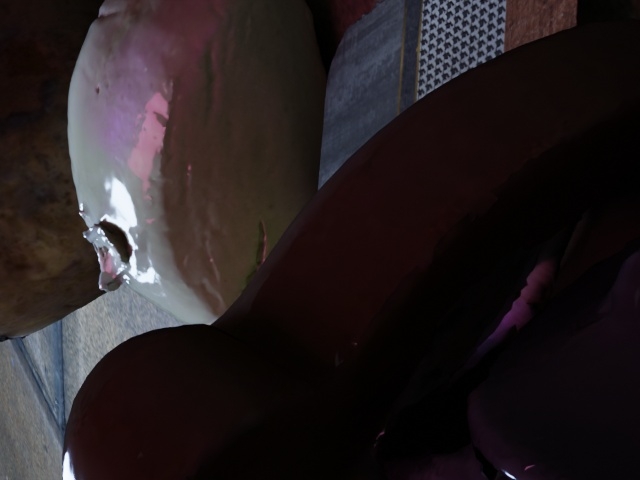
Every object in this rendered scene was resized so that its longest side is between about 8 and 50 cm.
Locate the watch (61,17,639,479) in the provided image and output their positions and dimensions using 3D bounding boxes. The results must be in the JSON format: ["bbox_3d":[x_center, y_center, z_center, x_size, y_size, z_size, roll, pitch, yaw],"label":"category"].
[{"bbox_3d":[0.136,0.125,0.495,0.327,0.314,0.335,44,154,25],"label":"watch"}]

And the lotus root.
[{"bbox_3d":[-0.177,-0.078,1.132,0.272,0.192,0.272,-20,-90,-78],"label":"lotus root"}]

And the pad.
[{"bbox_3d":[0.020,0.012,0.712,0.250,0.055,0.323,-27,36,62],"label":"pad"}]

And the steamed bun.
[{"bbox_3d":[-0.081,-0.055,0.975,0.170,0.153,0.238,33,137,57],"label":"steamed bun"}]
